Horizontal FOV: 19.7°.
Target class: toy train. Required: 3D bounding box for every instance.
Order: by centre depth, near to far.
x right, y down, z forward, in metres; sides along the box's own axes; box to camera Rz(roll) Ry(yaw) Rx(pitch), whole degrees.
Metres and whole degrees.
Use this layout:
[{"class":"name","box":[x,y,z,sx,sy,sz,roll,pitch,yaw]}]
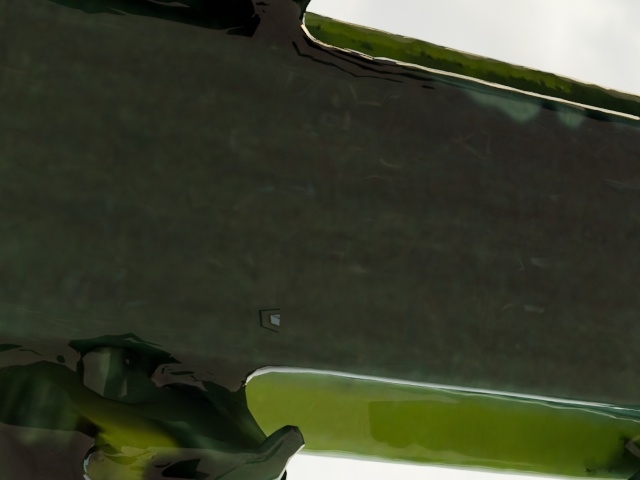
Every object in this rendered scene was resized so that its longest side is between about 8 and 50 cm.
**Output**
[{"class":"toy train","box":[0.000,0.000,0.554,0.442,0.272,0.179,10,-94,-32]}]
